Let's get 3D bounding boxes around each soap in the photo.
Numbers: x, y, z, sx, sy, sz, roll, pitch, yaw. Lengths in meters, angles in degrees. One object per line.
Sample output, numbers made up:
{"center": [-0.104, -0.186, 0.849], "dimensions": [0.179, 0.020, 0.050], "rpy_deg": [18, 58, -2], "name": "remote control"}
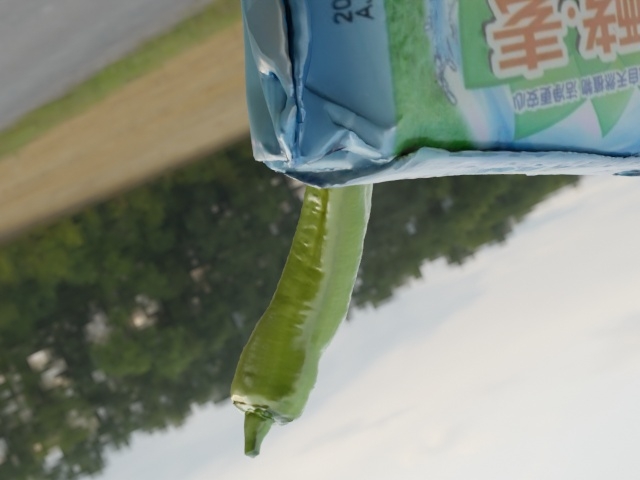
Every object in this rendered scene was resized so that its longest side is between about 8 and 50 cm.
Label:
{"center": [0.072, -0.101, 0.690], "dimensions": [0.293, 0.156, 0.077], "rpy_deg": [-4, 175, -43], "name": "soap"}

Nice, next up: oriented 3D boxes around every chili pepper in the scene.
{"center": [0.000, 0.000, 0.754], "dimensions": [0.049, 0.208, 0.043], "rpy_deg": [6, -163, -35], "name": "chili pepper"}
